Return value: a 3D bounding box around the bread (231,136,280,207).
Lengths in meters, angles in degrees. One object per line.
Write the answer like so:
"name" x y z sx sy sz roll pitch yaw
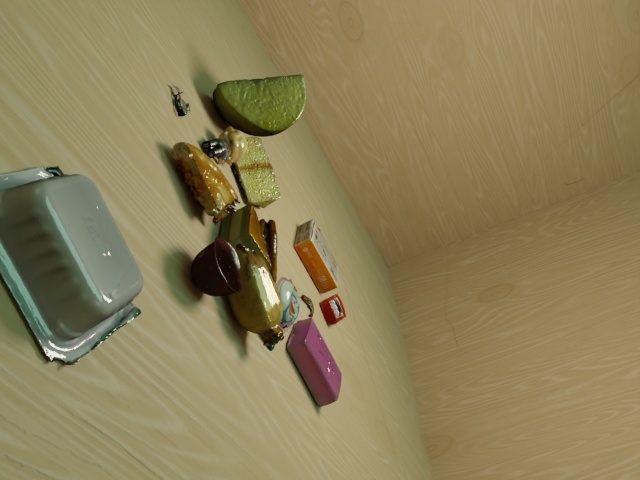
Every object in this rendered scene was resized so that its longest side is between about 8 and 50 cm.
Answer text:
"bread" -0.247 -0.255 2.073 0.178 0.142 0.266 82 -10 -83

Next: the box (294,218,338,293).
"box" -0.013 0.068 2.472 0.274 0.091 0.221 62 14 -20

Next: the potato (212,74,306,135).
"potato" -0.235 -0.478 2.122 0.280 0.330 0.212 161 -81 -74

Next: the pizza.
"pizza" -0.331 -0.149 1.619 0.289 0.081 0.229 48 18 -53

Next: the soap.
"soap" -0.018 0.418 1.932 0.259 0.081 0.181 64 14 -13

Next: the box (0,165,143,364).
"box" -0.424 0.017 0.967 0.264 0.106 0.336 -59 126 -73

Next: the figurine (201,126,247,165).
"figurine" -0.330 -0.316 1.897 0.114 0.108 0.196 57 32 -3

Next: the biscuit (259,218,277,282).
"biscuit" -0.173 0.037 1.804 0.220 0.066 0.220 180 -90 -85

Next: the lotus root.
"lotus root" -0.192 0.157 1.577 0.146 0.131 0.303 -9 76 -52

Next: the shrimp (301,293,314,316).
"shrimp" -0.047 0.259 2.194 0.114 0.023 0.083 58 19 -49

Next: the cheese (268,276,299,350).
"cheese" -0.129 0.231 1.800 0.286 0.074 0.189 -66 146 -56

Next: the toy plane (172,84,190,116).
"toy plane" -0.443 -0.436 1.756 0.049 0.031 0.120 23 48 -59

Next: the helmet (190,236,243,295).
"helmet" -0.276 0.075 1.432 0.175 0.106 0.155 -93 159 -59

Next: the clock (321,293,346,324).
"clock" 0.052 0.304 2.431 0.113 0.061 0.155 69 17 4

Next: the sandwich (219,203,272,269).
"sandwich" -0.229 0.002 1.710 0.187 0.117 0.144 -96 161 -54
